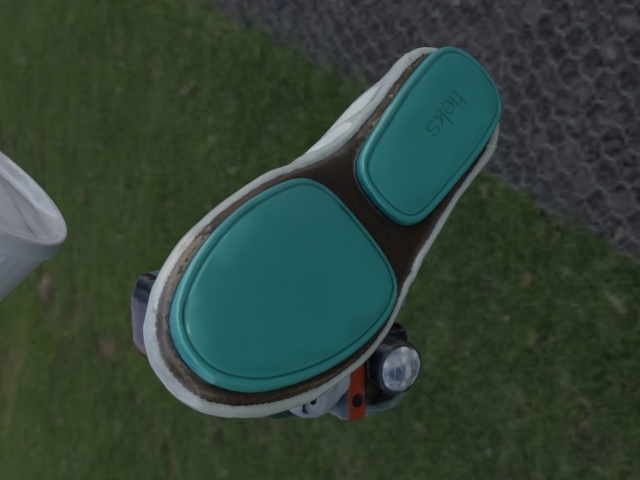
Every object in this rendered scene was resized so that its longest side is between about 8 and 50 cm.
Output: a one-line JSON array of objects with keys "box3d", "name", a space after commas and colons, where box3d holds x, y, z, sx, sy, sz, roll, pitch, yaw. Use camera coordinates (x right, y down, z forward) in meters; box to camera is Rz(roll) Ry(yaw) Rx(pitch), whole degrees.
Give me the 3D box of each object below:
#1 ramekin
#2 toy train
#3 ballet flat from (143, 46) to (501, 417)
[{"box3d": [-0.425, -0.033, 1.349, 0.127, 0.273, 0.273, -52, 38, 11], "name": "ramekin"}, {"box3d": [-0.051, 0.097, 1.244, 0.334, 0.190, 0.142, 21, 116, 52], "name": "toy train"}, {"box3d": [0.000, 0.000, 0.846, 0.139, 0.400, 0.139, 19, 132, 23], "name": "ballet flat"}]
